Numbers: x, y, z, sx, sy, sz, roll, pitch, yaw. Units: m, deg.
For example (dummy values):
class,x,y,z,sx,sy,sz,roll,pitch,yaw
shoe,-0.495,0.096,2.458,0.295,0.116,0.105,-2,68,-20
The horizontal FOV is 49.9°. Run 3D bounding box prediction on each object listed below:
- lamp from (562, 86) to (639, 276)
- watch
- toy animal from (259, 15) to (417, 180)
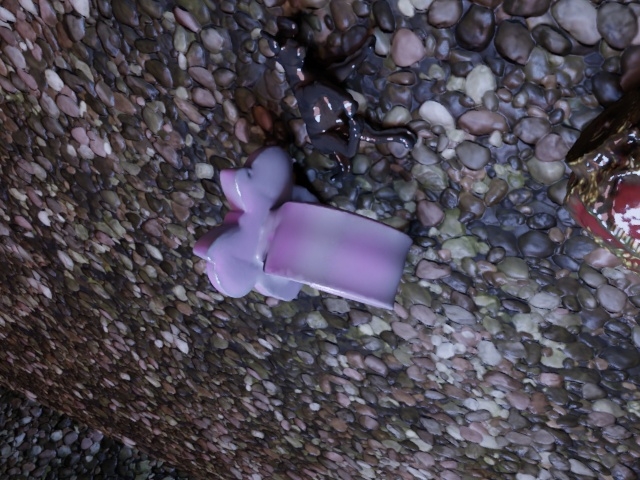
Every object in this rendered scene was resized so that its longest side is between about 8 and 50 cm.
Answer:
class,x,y,z,sx,sy,sz,roll,pitch,yaw
lamp,0.372,-0.027,0.671,0.274,0.177,0.177,37,141,-6
watch,0.000,0.000,0.920,0.218,0.210,0.248,12,171,32
toy animal,0.017,-0.172,0.852,0.148,0.084,0.232,19,147,45
